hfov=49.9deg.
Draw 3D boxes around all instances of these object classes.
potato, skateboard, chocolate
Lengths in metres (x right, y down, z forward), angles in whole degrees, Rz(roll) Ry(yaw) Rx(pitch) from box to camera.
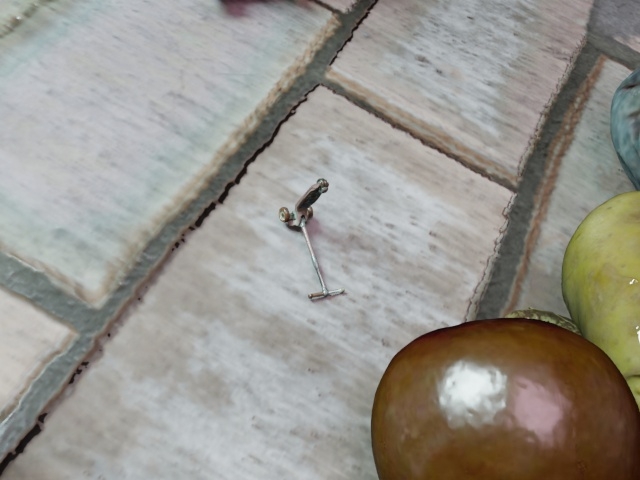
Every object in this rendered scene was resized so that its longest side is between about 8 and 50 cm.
[{"bbox_3d":[0.279,0.087,0.510,0.191,0.141,0.296,25,51,-18],"label":"potato"},{"bbox_3d":[0.000,0.000,0.545,0.032,0.064,0.083,-7,70,-31],"label":"skateboard"},{"bbox_3d":[0.114,0.136,0.423,0.176,0.177,0.177,8,55,-12],"label":"chocolate"}]

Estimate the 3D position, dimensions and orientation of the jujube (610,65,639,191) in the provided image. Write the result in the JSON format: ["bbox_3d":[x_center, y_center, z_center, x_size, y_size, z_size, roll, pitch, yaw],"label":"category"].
[{"bbox_3d":[0.428,-0.083,0.634,0.308,0.215,0.246,45,55,12],"label":"jujube"}]

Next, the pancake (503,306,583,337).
[{"bbox_3d":[0.190,0.101,0.559,0.114,0.011,0.115,8,55,-12],"label":"pancake"}]
